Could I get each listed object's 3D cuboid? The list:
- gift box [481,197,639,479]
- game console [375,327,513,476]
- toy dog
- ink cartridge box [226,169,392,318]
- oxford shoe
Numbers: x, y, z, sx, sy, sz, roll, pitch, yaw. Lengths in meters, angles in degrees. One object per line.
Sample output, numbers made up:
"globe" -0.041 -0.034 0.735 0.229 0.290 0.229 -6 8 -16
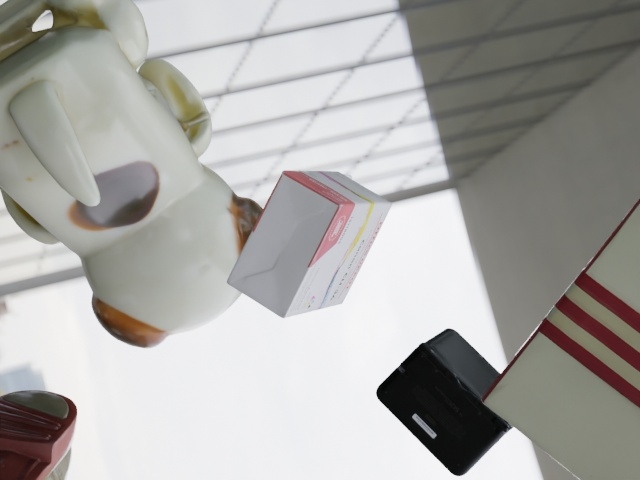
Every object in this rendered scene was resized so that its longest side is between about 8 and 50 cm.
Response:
"gift box" 0.308 0.070 1.021 0.258 0.255 0.276 39 -54 8
"game console" 0.134 0.161 1.461 0.122 0.107 0.071 44 -2 14
"toy dog" -0.218 -0.079 1.634 0.408 0.284 0.395 57 -10 -33
"ink cartridge box" 0.000 0.000 1.341 0.115 0.067 0.198 -63 165 11
"oxford shoe" -0.314 0.272 1.343 0.348 0.123 0.130 -50 148 -61
